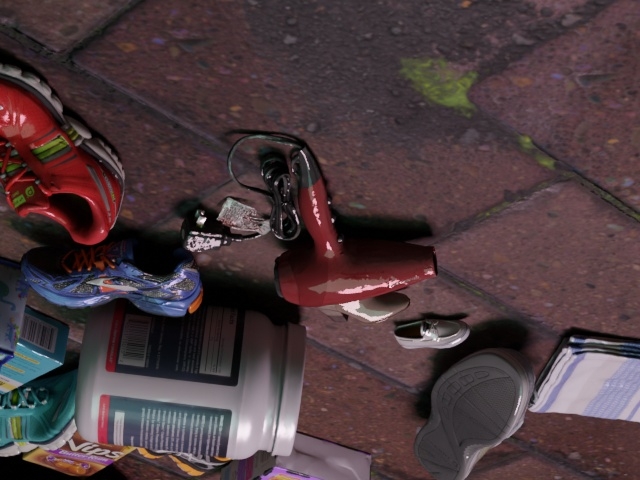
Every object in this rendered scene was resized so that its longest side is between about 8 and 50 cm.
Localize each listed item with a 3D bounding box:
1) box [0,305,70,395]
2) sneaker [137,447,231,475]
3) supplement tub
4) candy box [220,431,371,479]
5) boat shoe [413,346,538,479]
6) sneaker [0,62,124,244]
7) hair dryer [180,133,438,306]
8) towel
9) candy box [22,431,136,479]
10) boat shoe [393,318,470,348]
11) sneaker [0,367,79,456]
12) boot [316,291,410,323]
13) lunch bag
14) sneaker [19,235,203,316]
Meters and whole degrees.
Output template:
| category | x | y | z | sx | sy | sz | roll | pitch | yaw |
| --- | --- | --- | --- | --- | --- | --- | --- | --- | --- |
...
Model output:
| category | x | y | z | sx | sy | sz | roll | pitch | yaw |
| --- | --- | --- | --- | --- | --- | --- | --- | --- | --- |
| box | -0.454 | 0.160 | 2.009 | 0.100 | 0.060 | 0.244 | 30 | 140 | -34 |
| sneaker | -0.199 | 0.280 | 2.153 | 0.083 | 0.084 | 0.215 | -16 | 152 | 26 |
| supplement tub | -0.163 | 0.174 | 1.869 | 0.272 | 0.191 | 0.191 | 8 | 148 | -3 |
| candy box | -0.042 | 0.370 | 2.277 | 0.165 | 0.070 | 0.196 | 20 | 144 | -23 |
| boat shoe | 0.217 | 0.226 | 1.998 | 0.118 | 0.103 | 0.320 | 41 | 147 | 16 |
| sneaker | -0.306 | -0.087 | 1.543 | 0.107 | 0.118 | 0.279 | -20 | 140 | 33 |
| hair dryer | 0.000 | 0.000 | 1.677 | 0.293 | 0.080 | 0.223 | 18 | 145 | -20 |
| towel | 0.433 | 0.198 | 1.978 | 0.285 | 0.034 | 0.209 | 8 | 148 | -6 |
| candy box | -0.355 | 0.296 | 2.219 | 0.109 | 0.053 | 0.186 | 24 | 142 | -27 |
| boat shoe | 0.140 | 0.115 | 1.885 | 0.100 | 0.035 | 0.035 | -6 | 149 | 29 |
| sneaker | -0.418 | 0.238 | 2.094 | 0.275 | 0.107 | 0.110 | -23 | 131 | 37 |
| boot | 0.041 | 0.063 | 1.812 | 0.118 | 0.042 | 0.087 | -14 | 136 | 15 |
| lunch bag | -0.447 | 0.083 | 1.822 | 0.151 | 0.129 | 0.096 | 20 | 144 | -24 |
| sneaker | -0.248 | 0.029 | 1.774 | 0.221 | 0.083 | 0.087 | 4 | 135 | -9 |
